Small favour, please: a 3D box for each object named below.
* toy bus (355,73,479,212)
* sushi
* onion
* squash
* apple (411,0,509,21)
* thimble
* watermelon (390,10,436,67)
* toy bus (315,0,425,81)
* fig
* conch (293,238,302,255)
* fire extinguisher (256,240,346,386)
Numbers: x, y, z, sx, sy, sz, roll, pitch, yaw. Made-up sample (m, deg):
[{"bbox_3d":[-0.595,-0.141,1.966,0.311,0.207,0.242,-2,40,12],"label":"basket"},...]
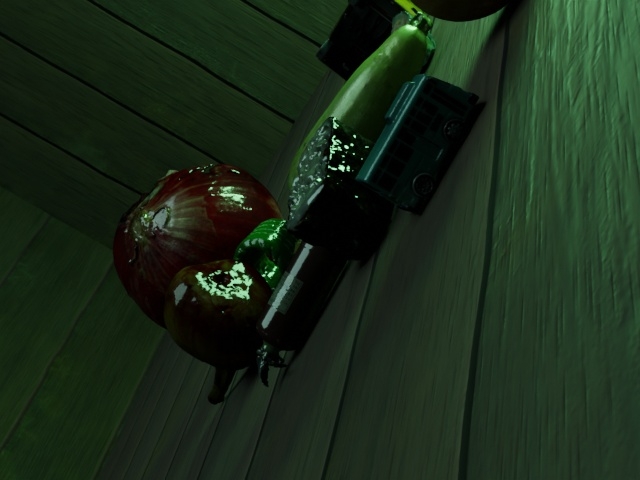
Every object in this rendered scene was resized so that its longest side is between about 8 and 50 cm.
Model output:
[{"bbox_3d":[0.115,-0.122,1.491,0.160,0.092,0.079,-60,9,0],"label":"toy bus"},{"bbox_3d":[0.031,-0.065,1.688,0.124,0.127,0.225,-55,17,29],"label":"sushi"},{"bbox_3d":[-0.224,0.025,2.357,0.341,0.341,0.341,-58,8,13],"label":"onion"},{"bbox_3d":[0.073,-0.204,2.019,0.370,0.118,0.118,-54,9,15],"label":"squash"},{"bbox_3d":[0.191,-0.386,1.660,0.188,0.188,0.174,-58,18,12],"label":"apple"},{"bbox_3d":[-0.082,0.032,2.089,0.130,0.118,0.090,-24,19,44],"label":"thimble"},{"bbox_3d":[0.148,-0.314,2.127,0.187,0.071,0.139,-104,38,-68],"label":"watermelon"},{"bbox_3d":[0.113,-0.430,2.471,0.151,0.145,0.331,-52,1,-26],"label":"toy bus"},{"bbox_3d":[-0.166,0.145,2.067,0.290,0.190,0.191,100,-165,-65],"label":"fig"},{"bbox_3d":[0.000,0.000,1.835,0.089,0.074,0.121,-18,45,63],"label":"conch"},{"bbox_3d":[-0.032,0.094,1.732,0.231,0.071,0.099,-61,26,-4],"label":"fire extinguisher"}]
